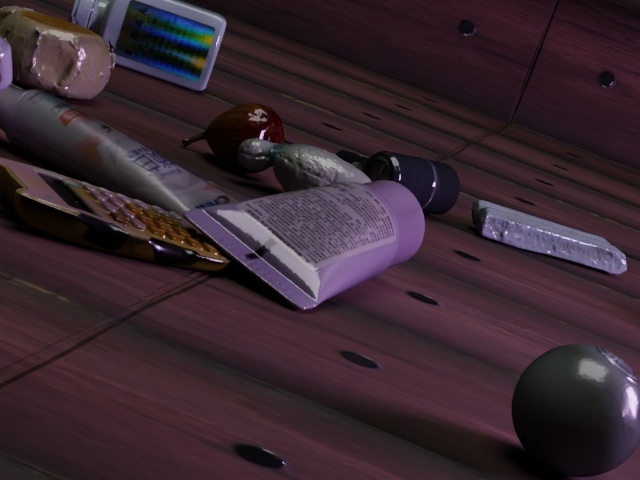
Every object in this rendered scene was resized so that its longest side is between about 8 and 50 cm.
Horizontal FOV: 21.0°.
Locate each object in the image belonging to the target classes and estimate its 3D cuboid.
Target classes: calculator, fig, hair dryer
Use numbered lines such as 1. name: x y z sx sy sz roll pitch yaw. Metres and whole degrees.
1. calculator: -0.187 -0.018 1.558 0.236 0.033 0.157 16 11 -30
2. fig: -0.109 -0.129 2.111 0.125 0.089 0.089 11 6 27
3. hair dryer: 0.072 -0.093 2.296 0.124 0.071 0.219 10 8 -40

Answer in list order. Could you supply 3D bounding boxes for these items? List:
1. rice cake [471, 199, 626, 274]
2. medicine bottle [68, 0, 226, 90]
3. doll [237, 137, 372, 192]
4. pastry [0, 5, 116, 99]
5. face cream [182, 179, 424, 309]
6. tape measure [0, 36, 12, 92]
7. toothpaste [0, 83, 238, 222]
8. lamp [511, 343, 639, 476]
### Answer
1. rice cake: 0.303 -0.004 2.313 0.226 0.040 0.085 16 12 -21
2. medicine bottle: -0.266 -0.317 2.618 0.229 0.121 0.083 18 12 -8
3. doll: 0.005 -0.070 2.026 0.214 0.071 0.103 24 13 4
4. pastry: -0.343 -0.238 2.192 0.166 0.088 0.166 20 10 -4
5. face cream: 0.000 0.000 1.665 0.154 0.096 0.274 41 27 21
6. tape measure: -0.411 -0.181 1.726 0.178 0.105 0.196 -9 30 -22
7. toothpaste: -0.207 -0.077 1.736 0.323 0.066 0.100 28 22 18
8. lamp: 0.199 0.130 1.325 0.105 0.105 0.105 19 11 -4
